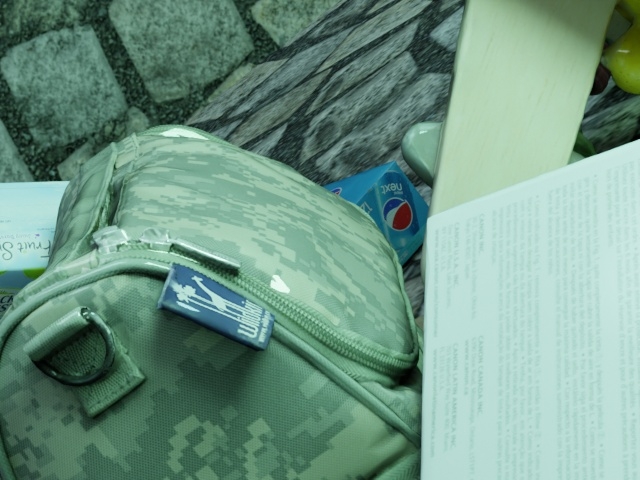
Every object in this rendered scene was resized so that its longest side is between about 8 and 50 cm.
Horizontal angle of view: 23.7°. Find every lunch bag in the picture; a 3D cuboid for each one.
[{"bbox_3d":[-0.046,0.080,0.764,0.212,0.256,0.305,-36,15,7],"label":"lunch bag"}]

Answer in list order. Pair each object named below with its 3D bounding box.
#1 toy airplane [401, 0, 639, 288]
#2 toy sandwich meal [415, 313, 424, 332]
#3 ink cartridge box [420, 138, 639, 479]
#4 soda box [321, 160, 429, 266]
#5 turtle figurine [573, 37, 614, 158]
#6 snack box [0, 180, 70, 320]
[{"bbox_3d":[0.163,-0.185,0.910,0.386,0.384,0.272,-31,-14,8],"label":"toy airplane"},{"bbox_3d":[0.069,0.069,0.961,0.085,0.029,0.085,-33,5,4],"label":"toy sandwich meal"},{"bbox_3d":[0.139,0.050,0.570,0.232,0.066,0.189,-18,55,36],"label":"ink cartridge box"},{"bbox_3d":[0.000,0.000,1.284,0.210,0.067,0.071,-18,24,53],"label":"soda box"},{"bbox_3d":[0.237,-0.155,1.136,0.197,0.274,0.266,14,71,44],"label":"turtle figurine"},{"bbox_3d":[-0.241,0.050,0.925,0.174,0.070,0.207,-4,-33,-44],"label":"snack box"}]
